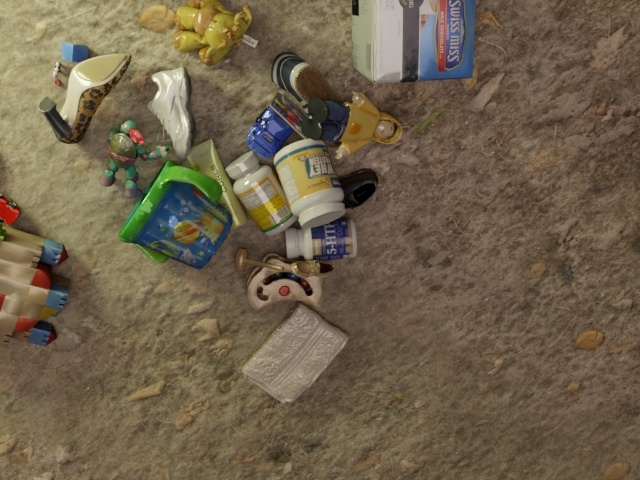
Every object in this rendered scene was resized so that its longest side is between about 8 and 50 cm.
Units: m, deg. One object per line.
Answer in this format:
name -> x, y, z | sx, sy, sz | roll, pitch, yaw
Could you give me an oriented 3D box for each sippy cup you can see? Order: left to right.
sippy cup -> -0.354, -0.049, 1.897 | 0.224, 0.305, 0.240 | 33, 81, -15

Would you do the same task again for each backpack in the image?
backpack -> -0.135, -0.275, 1.923 | 0.098, 0.101, 0.120 | 40, 103, -9

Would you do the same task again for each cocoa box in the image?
cocoa box -> 0.208, -0.505, 1.755 | 0.228, 0.347, 0.231 | -3, 108, -5

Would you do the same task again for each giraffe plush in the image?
giraffe plush -> -0.251, -0.505, 1.801 | 0.211, 0.170, 0.181 | 10, 106, -9

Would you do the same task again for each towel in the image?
towel -> -0.075, 0.328, 2.141 | 0.187, 0.049, 0.282 | 37, 100, -16

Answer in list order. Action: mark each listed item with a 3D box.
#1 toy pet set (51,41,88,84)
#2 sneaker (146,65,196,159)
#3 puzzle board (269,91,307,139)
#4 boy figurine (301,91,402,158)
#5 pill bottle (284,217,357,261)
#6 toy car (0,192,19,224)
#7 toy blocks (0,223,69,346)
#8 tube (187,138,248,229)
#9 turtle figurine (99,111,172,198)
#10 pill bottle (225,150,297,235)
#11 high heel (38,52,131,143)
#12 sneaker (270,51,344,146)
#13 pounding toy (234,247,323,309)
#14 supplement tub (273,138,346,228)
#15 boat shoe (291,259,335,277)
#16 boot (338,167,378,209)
toy pet set -> -0.598, -0.426, 1.846 | 0.122, 0.065, 0.114 | 7, 106, -8
sneaker -> -0.380, -0.320, 1.899 | 0.115, 0.090, 0.232 | -3, 99, 2
puzzle board -> -0.072, -0.321, 1.917 | 0.128, 0.096, 0.011 | 43, 119, -16
boy figurine -> 0.086, -0.285, 1.890 | 0.285, 0.092, 0.177 | 3, 116, -40
pill bottle -> 0.000, 0.000, 2.014 | 0.187, 0.112, 0.111 | -5, 108, -4
toy car -> -0.883, -0.163, 1.906 | 0.239, 0.053, 0.224 | 7, 106, -8
toy blocks -> -0.784, 0.132, 1.960 | 0.261, 0.190, 0.381 | 19, 106, -23
tube -> -0.271, -0.143, 1.972 | 0.070, 0.062, 0.240 | -30, 106, -17
turtle figurine -> -0.481, -0.228, 1.879 | 0.175, 0.118, 0.234 | 36, 122, 18
pill bottle -> -0.155, -0.124, 1.957 | 0.118, 0.117, 0.208 | -33, 108, 5
high heel -> -0.564, -0.352, 1.866 | 0.261, 0.186, 0.093 | -39, 72, -14
sneaker -> -0.027, -0.366, 1.913 | 0.099, 0.153, 0.282 | -44, 139, -7
pounding toy -> -0.117, 0.127, 2.018 | 0.270, 0.155, 0.154 | 17, 100, -11
supplement tub -> -0.025, -0.145, 1.915 | 0.145, 0.144, 0.199 | -20, 79, 1
boat shoe -> -0.018, 0.071, 1.975 | 0.045, 0.135, 0.050 | -32, 67, 38
boot -> 0.055, -0.121, 1.985 | 0.219, 0.106, 0.082 | -29, 108, 3
